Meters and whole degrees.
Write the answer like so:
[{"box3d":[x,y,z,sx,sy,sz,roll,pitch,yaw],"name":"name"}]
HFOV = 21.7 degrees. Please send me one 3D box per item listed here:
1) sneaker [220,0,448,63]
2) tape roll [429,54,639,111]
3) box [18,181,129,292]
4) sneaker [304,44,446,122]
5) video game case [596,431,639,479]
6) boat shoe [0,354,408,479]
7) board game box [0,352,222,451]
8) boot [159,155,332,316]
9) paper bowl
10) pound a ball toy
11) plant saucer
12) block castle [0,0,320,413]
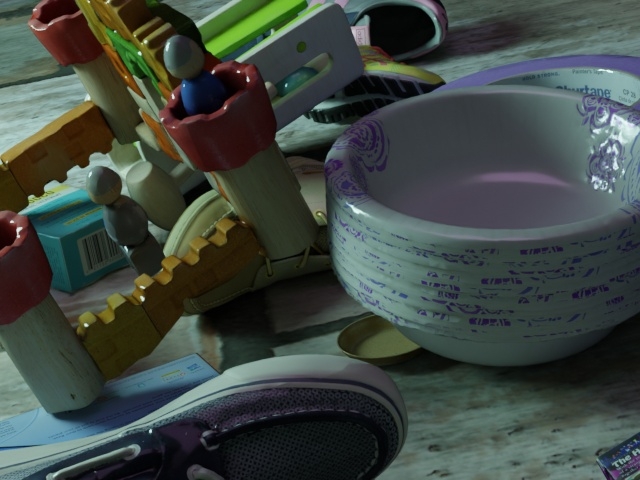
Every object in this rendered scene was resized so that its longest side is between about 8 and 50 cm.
[{"box3d":[0.007,-0.260,2.098,0.319,0.112,0.131,-14,19,-7],"name":"sneaker"},{"box3d":[0.229,-0.099,1.640,0.275,0.090,0.275,-9,22,4],"name":"tape roll"},{"box3d":[-0.290,-0.014,1.687,0.244,0.060,0.100,13,31,44],"name":"box"},{"box3d":[0.062,-0.187,1.901,0.208,0.081,0.094,8,51,37],"name":"sneaker"},{"box3d":[0.306,0.132,1.008,0.232,0.042,0.210,-31,24,0],"name":"video game case"},{"box3d":[-0.098,0.187,1.061,0.340,0.127,0.158,-18,29,0],"name":"boat shoe"},{"box3d":[-0.192,0.162,1.259,0.281,0.027,0.145,-18,22,-21],"name":"board game box"},{"box3d":[0.000,0.000,1.496,0.203,0.095,0.262,7,25,33],"name":"boot"},{"box3d":[0.146,-0.006,1.335,0.284,0.148,0.284,-1,29,1],"name":"paper bowl"},{"box3d":[-0.094,-0.126,1.765,0.319,0.136,0.208,-36,39,-18],"name":"pound a ball toy"},{"box3d":[0.055,0.083,1.364,0.083,0.015,0.083,-9,22,3],"name":"plant saucer"},{"box3d":[-0.224,-0.078,1.431,0.303,0.213,0.453,-35,30,-12],"name":"block castle"}]
